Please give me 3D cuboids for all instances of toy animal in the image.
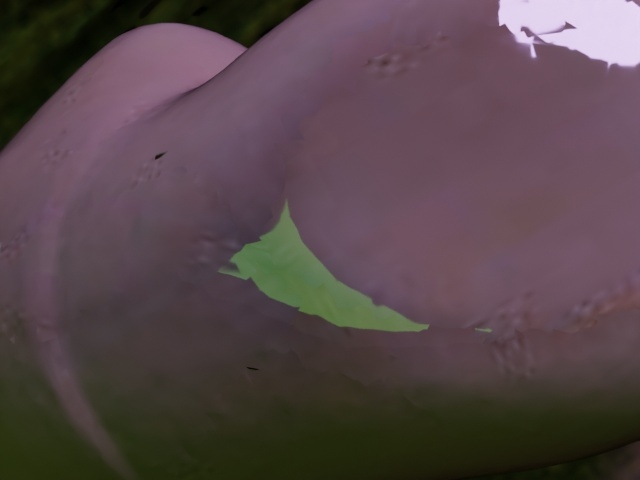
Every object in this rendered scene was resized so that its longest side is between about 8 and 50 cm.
[{"bbox_3d":[0.003,0.010,0.501,0.250,0.154,0.166,-23,88,9],"label":"toy animal"}]
